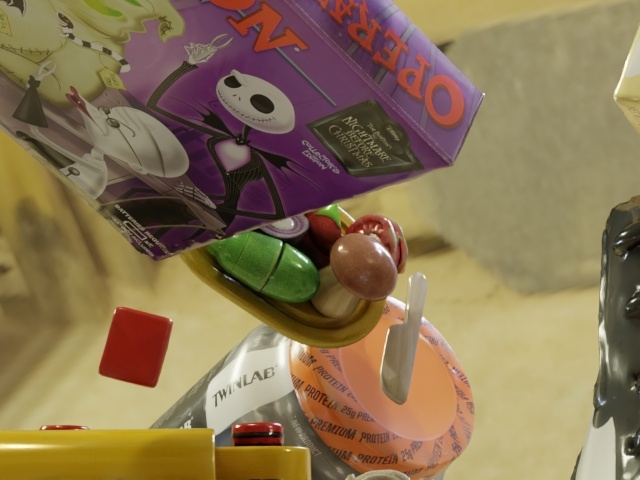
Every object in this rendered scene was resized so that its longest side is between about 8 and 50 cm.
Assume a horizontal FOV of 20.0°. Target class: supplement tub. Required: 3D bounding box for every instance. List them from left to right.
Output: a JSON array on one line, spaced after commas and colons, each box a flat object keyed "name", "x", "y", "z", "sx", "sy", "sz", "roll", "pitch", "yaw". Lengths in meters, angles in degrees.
[{"name": "supplement tub", "x": -0.034, "y": 0.182, "z": 1.420, "sx": 0.316, "sy": 0.193, "sz": 0.193, "roll": -45, "pitch": 2, "yaw": 39}]

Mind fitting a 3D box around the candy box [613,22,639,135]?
[{"name": "candy box", "x": 0.355, "y": -0.058, "z": 1.076, "sx": 0.316, "sy": 0.183, "sz": 0.087, "roll": 13, "pitch": 74, "yaw": 35}]

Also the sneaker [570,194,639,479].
[{"name": "sneaker", "x": 0.108, "y": 0.056, "z": 0.467, "sx": 0.098, "sy": 0.135, "sz": 0.276, "roll": 7, "pitch": 41, "yaw": 19}]

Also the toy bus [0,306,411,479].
[{"name": "toy bus", "x": -0.074, "y": 0.137, "z": 0.882, "sx": 0.202, "sy": 0.191, "sz": 0.104, "roll": -46, "pitch": -3, "yaw": -9}]

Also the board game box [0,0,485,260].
[{"name": "board game box", "x": -0.120, "y": -0.129, "z": 0.731, "sx": 0.208, "sy": 0.347, "sz": 0.056, "roll": -21, "pitch": 36, "yaw": 44}]

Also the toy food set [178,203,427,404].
[{"name": "toy food set", "x": 0.000, "y": 0.000, "z": 1.247, "sx": 0.071, "sy": 0.218, "sz": 0.128, "roll": -45, "pitch": 16, "yaw": 46}]
